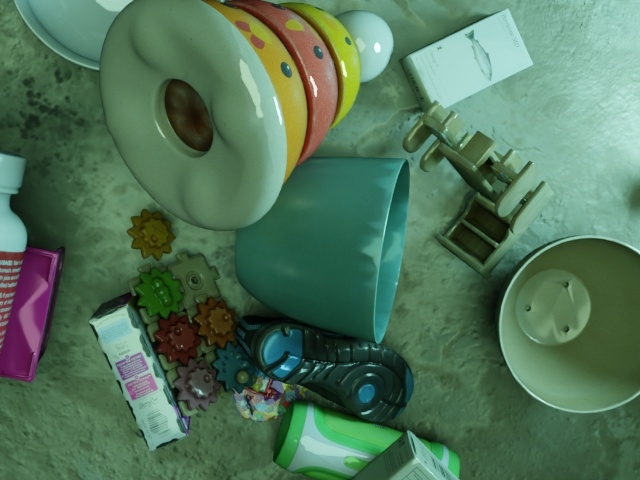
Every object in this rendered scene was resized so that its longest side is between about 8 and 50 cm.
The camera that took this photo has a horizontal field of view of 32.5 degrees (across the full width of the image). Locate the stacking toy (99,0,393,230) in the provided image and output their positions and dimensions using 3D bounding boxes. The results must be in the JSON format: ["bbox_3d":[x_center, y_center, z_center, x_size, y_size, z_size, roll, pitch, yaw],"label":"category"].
[{"bbox_3d":[-0.061,-0.255,1.664,0.480,0.351,0.350,-33,100,-41],"label":"stacking toy"}]

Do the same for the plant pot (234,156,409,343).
[{"bbox_3d":[0.000,0.000,1.728,0.235,0.293,0.293,9,95,10],"label":"plant pot"}]

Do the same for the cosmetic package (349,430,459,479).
[{"bbox_3d":[0.083,0.470,1.743,0.309,0.113,0.160,-41,101,8],"label":"cosmetic package"}]

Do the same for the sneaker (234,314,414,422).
[{"bbox_3d":[0.013,0.197,1.811,0.341,0.140,0.125,29,86,-33],"label":"sneaker"}]

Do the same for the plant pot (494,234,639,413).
[{"bbox_3d":[0.412,0.124,1.814,0.284,0.191,0.284,0,95,-4],"label":"plant pot"}]

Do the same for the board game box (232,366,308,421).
[{"bbox_3d":[-0.095,0.228,1.860,0.133,0.033,0.168,-22,97,-2],"label":"board game box"}]

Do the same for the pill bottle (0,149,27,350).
[{"bbox_3d":[-0.541,0.061,1.524,0.229,0.229,0.407,14,92,-6],"label":"pill bottle"}]

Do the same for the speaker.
[{"bbox_3d":[0.077,0.363,1.840,0.297,0.131,0.131,19,94,-7],"label":"speaker"}]

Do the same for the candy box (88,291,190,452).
[{"bbox_3d":[-0.287,0.206,1.778,0.071,0.159,0.233,-24,98,-2],"label":"candy box"}]

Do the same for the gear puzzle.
[{"bbox_3d":[-0.211,0.100,1.776,0.175,0.044,0.339,-21,86,-43],"label":"gear puzzle"}]

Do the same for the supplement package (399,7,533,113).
[{"bbox_3d":[0.237,-0.293,1.802,0.179,0.105,0.105,-27,96,-2],"label":"supplement package"}]

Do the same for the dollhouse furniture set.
[{"bbox_3d":[0.243,-0.066,1.753,0.161,0.242,0.212,-50,55,0],"label":"dollhouse furniture set"}]

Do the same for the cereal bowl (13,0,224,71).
[{"bbox_3d":[-0.311,-0.426,1.724,0.339,0.141,0.339,0,95,-4],"label":"cereal bowl"}]

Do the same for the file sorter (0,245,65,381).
[{"bbox_3d":[-0.566,0.081,1.730,0.291,0.182,0.202,12,93,-7],"label":"file sorter"}]
